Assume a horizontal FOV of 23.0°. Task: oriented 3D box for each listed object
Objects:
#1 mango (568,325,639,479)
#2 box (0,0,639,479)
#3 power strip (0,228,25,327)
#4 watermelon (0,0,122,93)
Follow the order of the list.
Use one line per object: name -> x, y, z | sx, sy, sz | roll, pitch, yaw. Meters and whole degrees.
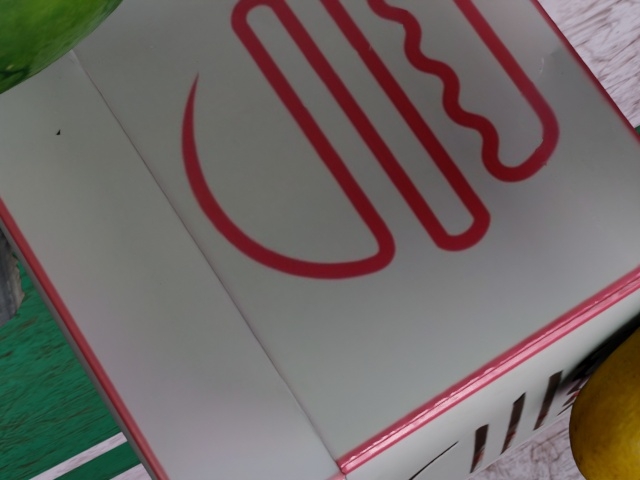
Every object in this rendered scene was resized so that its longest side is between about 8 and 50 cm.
mango -> 0.202, 0.072, 0.822 | 0.165, 0.089, 0.115 | -41, 154, -10
box -> 0.000, 0.000, 0.914 | 0.300, 0.312, 0.314 | -32, 163, -6
power strip -> -0.290, 0.074, 1.048 | 0.213, 0.064, 0.198 | -27, 161, -12
watermelon -> -0.134, -0.143, 0.379 | 0.242, 0.242, 0.242 | -29, 164, -9
